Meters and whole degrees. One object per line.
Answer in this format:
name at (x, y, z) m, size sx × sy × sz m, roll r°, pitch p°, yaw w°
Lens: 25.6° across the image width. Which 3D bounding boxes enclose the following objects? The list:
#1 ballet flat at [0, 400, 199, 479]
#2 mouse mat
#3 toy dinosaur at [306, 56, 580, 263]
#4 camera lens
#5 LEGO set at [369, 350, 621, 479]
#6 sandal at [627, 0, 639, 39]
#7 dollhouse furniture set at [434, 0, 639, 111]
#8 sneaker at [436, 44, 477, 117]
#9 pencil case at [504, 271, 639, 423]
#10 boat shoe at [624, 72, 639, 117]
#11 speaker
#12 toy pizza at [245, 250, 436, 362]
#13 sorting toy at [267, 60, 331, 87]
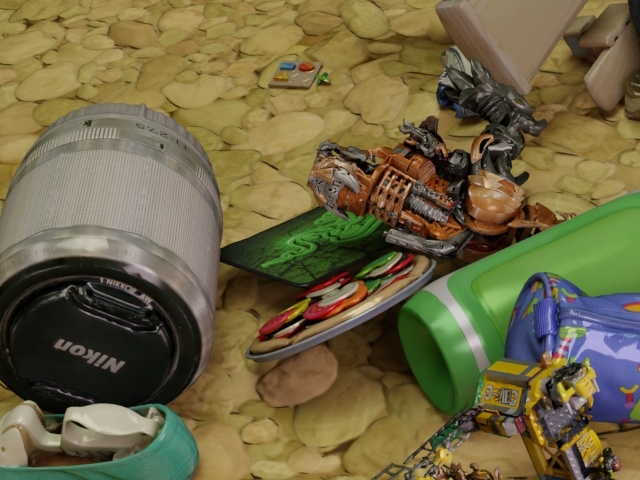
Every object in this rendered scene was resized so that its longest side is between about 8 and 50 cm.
ballet flat at (-0.233, 0.180, 1.272) m, size 0.247 × 0.087 × 0.083 m, roll -4°, pitch 38°, yaw 10°
mouse mat at (0.000, 0.000, 1.466) m, size 0.189 × 0.007 × 0.152 m, roll -24°, pitch 27°, yaw -37°
toy dinosaur at (0.151, -0.041, 1.427) m, size 0.322 × 0.164 × 0.218 m, roll 32°, pitch 38°, yaw -15°
camera lens at (-0.207, 0.021, 1.364) m, size 0.219 × 0.219 × 0.274 m, roll -7°, pitch 37°, yaw 5°
LEGO set at (0.142, 0.236, 0.962) m, size 0.331 × 0.255 × 0.192 m, roll -25°, pitch 15°, yaw -31°
sandal at (0.444, -0.205, 1.517) m, size 0.167 × 0.107 × 0.446 m, roll -32°, pitch 53°, yaw 36°
dollhouse furniture set at (0.184, -0.259, 1.677) m, size 0.198 × 0.286 × 0.303 m, roll -53°, pitch 30°, yaw -18°
sneaker at (0.161, -0.190, 1.687) m, size 0.058 × 0.052 × 0.135 m, roll -21°, pitch 35°, yaw -2°
pencil case at (0.307, 0.094, 1.153) m, size 0.306 × 0.133 × 0.119 m, roll 4°, pitch 55°, yaw -4°
boat shoe at (0.421, -0.161, 1.590) m, size 0.153 × 0.048 × 0.056 m, roll -2°, pitch 49°, yaw 6°
speaker at (0.224, 0.052, 1.291) m, size 0.296 × 0.131 × 0.131 m, roll -23°, pitch 38°, yaw -16°
toy pizza at (0.015, 0.056, 1.331) m, size 0.201 × 0.032 × 0.201 m, roll -26°, pitch 5°, yaw 3°
sorting toy at (-0.020, -0.214, 1.795) m, size 0.083 × 0.012 × 0.062 m, roll 5°, pitch 39°, yaw 21°
